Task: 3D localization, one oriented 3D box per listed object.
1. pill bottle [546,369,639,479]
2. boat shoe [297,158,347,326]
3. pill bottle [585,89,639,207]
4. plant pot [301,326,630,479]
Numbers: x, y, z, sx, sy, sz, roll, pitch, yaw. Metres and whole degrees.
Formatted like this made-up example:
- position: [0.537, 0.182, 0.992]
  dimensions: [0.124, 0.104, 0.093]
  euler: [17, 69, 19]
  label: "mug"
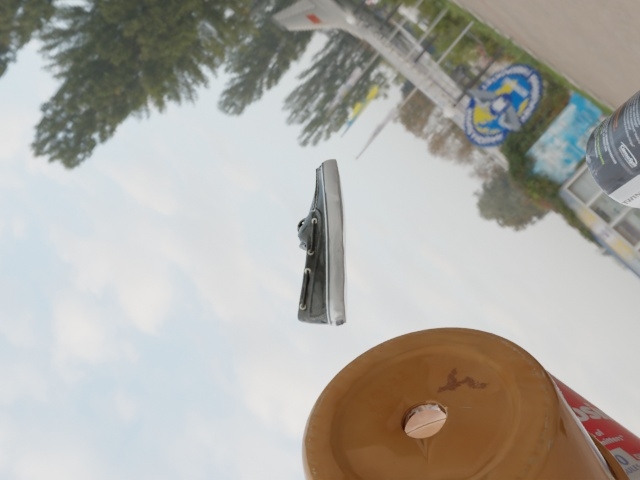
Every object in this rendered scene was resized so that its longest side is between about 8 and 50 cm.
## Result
- position: [0.295, 0.306, 0.973]
  dimensions: [0.229, 0.229, 0.408]
  euler: [30, -175, -32]
  label: "pill bottle"
- position: [0.000, 0.000, 0.579]
  dimensions: [0.049, 0.040, 0.142]
  euler: [68, -160, -72]
  label: "boat shoe"
- position: [0.428, -0.141, 0.816]
  dimensions: [0.130, 0.130, 0.245]
  euler: [42, 157, 5]
  label: "pill bottle"
- position: [0.109, 0.211, 0.585]
  dimensions: [0.290, 0.291, 0.203]
  euler: [-108, -5, -59]
  label: "plant pot"
